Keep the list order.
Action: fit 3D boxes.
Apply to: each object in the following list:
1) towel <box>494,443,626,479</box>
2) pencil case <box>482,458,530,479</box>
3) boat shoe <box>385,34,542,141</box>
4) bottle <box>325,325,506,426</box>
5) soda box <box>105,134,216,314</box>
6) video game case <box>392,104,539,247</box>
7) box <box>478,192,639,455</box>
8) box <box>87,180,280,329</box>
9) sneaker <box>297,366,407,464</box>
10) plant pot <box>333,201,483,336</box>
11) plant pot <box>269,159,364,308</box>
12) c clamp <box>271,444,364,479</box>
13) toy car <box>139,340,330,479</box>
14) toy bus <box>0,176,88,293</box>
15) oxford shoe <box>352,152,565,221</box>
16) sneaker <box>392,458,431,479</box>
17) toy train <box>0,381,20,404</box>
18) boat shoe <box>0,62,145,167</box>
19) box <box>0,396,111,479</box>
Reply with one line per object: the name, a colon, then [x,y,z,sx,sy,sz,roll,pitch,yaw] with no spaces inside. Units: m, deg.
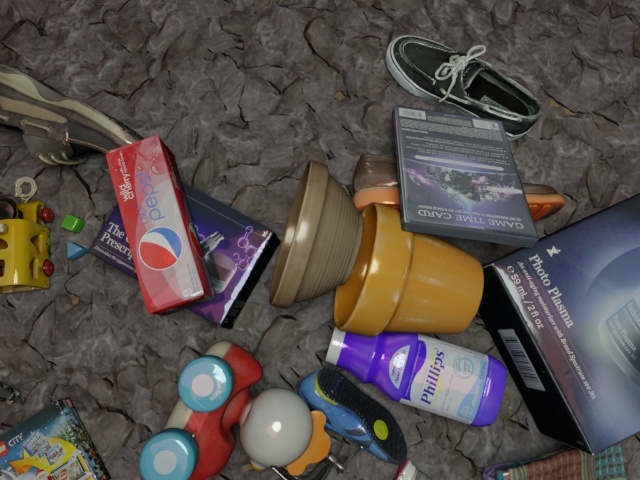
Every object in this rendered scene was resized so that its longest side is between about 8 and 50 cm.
towel: [0.388,0.503,0.720,0.271,0.040,0.371,0,77,-28]
pencil case: [0.317,0.450,0.770,0.088,0.086,0.206,-5,79,-24]
boat shoe: [0.256,-0.292,0.900,0.306,0.105,0.113,40,83,8]
bottle: [0.150,0.209,0.812,0.282,0.092,0.118,17,81,5]
soda box: [-0.248,-0.022,0.772,0.092,0.083,0.264,-19,80,-2]
video game case: [0.216,-0.112,0.781,0.195,0.026,0.274,7,51,-5]
box: [0.438,0.116,0.779,0.293,0.183,0.297,-25,80,-5]
box: [-0.229,0.010,0.860,0.261,0.103,0.185,27,78,7]
sneaker: [0.051,0.296,0.822,0.209,0.069,0.082,42,128,-4]
plant pot: [0.140,0.064,0.779,0.187,0.205,0.205,16,80,-8]
plant pot: [0.000,0.000,0.793,0.109,0.237,0.238,15,80,-7]
c clamp: [-0.030,0.341,0.817,0.160,0.022,0.137,33,103,9]
toy car: [-0.104,0.288,0.744,0.237,0.219,0.211,25,81,3]
toy bus: [-0.541,-0.004,0.868,0.202,0.104,0.191,37,82,8]
oxford shoe: [0.236,-0.097,0.856,0.363,0.130,0.133,3,68,-2]
sneaker: [0.132,0.443,0.782,0.074,0.063,0.171,24,76,12]
toy train: [-0.589,0.242,0.857,0.158,0.036,0.027,25,58,8]
boat shoe: [-0.462,-0.194,0.904,0.355,0.132,0.130,27,91,15]
box: [-0.492,0.394,0.820,0.233,0.044,0.159,-32,80,-4]
